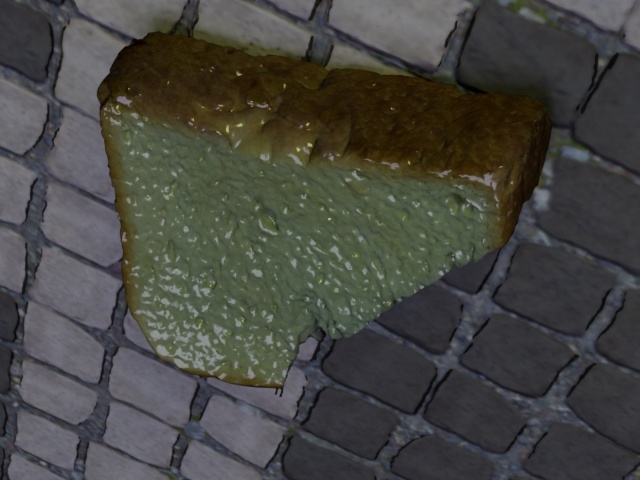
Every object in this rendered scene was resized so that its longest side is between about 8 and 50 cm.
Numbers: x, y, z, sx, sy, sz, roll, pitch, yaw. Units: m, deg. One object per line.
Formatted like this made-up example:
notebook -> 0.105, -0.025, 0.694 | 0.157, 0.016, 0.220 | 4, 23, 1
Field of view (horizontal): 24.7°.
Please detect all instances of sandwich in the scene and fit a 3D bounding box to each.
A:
sandwich -> 0.002, -0.003, 0.954 | 0.288, 0.099, 0.254 | 11, 131, 20
